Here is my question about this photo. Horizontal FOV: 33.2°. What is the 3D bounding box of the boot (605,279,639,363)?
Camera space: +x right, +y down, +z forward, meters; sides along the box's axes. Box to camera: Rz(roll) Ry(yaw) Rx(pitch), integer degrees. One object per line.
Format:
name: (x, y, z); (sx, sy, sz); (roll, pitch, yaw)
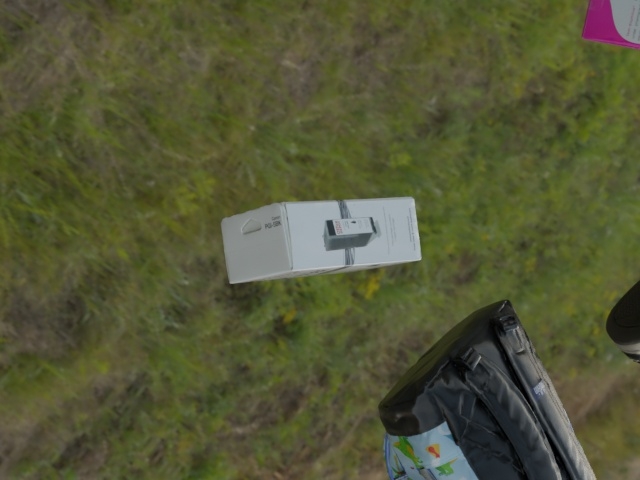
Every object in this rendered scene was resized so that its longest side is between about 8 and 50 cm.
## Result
boot: (0.555, 0.111, 1.256); (0.378, 0.138, 0.284); (-30, 114, 6)

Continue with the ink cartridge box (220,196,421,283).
ink cartridge box: (0.000, 0.000, 0.893); (0.135, 0.099, 0.056); (-4, 85, -36)

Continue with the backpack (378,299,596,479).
backpack: (0.235, 0.309, 1.443); (0.273, 0.355, 0.290); (-41, 178, 38)

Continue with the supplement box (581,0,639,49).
supplement box: (0.455, -0.288, 1.345); (0.114, 0.220, 0.111); (-22, 125, -64)
